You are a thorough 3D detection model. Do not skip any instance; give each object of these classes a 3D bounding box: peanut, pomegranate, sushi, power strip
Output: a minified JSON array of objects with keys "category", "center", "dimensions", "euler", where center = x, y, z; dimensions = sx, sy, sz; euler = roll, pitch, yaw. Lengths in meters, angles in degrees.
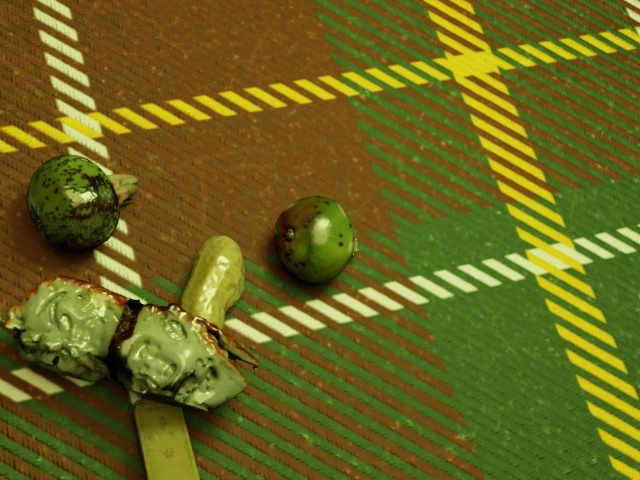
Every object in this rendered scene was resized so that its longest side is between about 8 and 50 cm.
[{"category":"peanut","center":[-0.150,0.075,1.342],"dimensions":[0.080,0.080,0.174],"euler":[18,68,-5]},{"category":"pomegranate","center":[-0.007,-0.001,1.391],"dimensions":[0.130,0.130,0.130],"euler":[5,66,-11]},{"category":"sushi","center":[-0.247,0.136,1.238],"dimensions":[0.332,0.124,0.130],"euler":[18,68,9]},{"category":"power strip","center":[-0.183,0.298,1.196],"dimensions":[0.064,0.044,0.305],"euler":[-8,44,-17]},{"category":"pomegranate","center":[-0.330,-0.050,1.342],"dimensions":[0.138,0.163,0.125],"euler":[43,103,23]}]
